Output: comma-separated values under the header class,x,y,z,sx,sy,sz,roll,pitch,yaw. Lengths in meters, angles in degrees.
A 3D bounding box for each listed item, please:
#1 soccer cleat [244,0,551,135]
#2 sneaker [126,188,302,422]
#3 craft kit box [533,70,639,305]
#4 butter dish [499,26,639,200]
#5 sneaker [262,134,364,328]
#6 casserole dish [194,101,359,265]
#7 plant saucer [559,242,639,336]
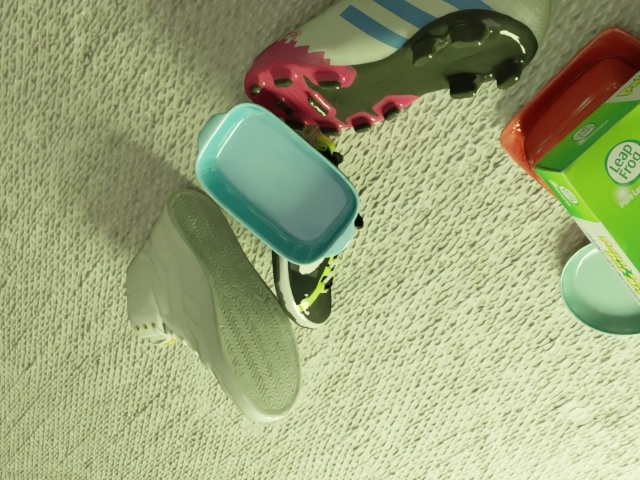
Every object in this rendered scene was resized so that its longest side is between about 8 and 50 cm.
class,x,y,z,sx,sy,sz,roll,pitch,yaw
soccer cleat,0.065,-0.190,0.703,0.331,0.143,0.116,-3,153,45
sneaker,-0.136,0.105,0.903,0.169,0.108,0.293,-46,61,39
craft kit box,0.341,-0.049,0.610,0.250,0.061,0.247,-42,102,0
butter dish,0.258,-0.075,0.673,0.160,0.118,0.160,39,126,-4
sneaker,0.000,0.000,0.842,0.097,0.084,0.235,1,119,20
casserole dish,-0.042,-0.059,0.775,0.188,0.037,0.114,40,113,1
plant saucer,0.309,0.044,0.782,0.119,0.021,0.119,10,123,17
